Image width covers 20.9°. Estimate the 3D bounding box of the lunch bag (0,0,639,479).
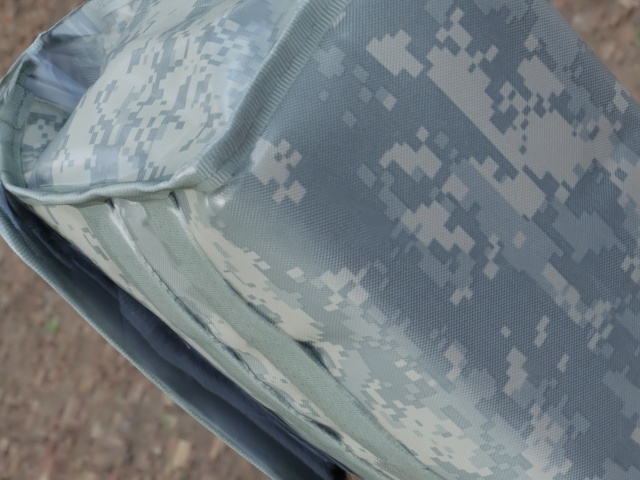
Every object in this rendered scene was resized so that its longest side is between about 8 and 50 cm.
[{"bbox_3d":[0.000,0.000,0.707,0.169,0.235,0.287,-55,24,-20],"label":"lunch bag"}]
